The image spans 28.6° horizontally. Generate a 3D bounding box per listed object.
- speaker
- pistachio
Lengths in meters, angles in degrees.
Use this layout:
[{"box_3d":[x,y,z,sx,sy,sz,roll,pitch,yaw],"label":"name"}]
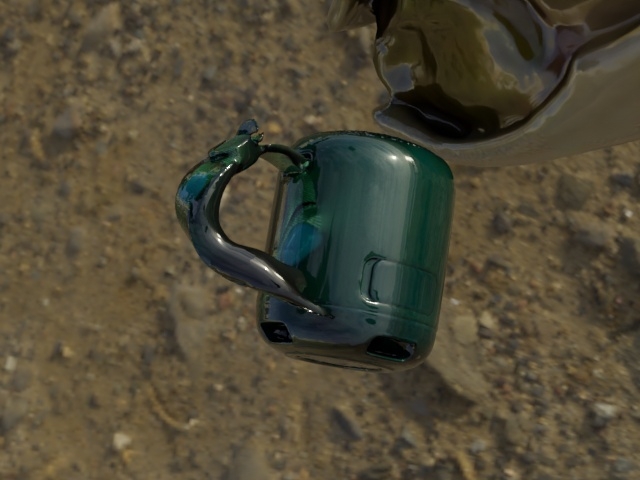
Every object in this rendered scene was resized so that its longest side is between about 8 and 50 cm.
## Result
[{"box_3d":[0.003,0.000,0.398,0.060,0.094,0.075,2,78,33],"label":"speaker"},{"box_3d":[0.107,-0.106,0.480,0.237,0.153,0.138,-17,97,30],"label":"pistachio"}]
